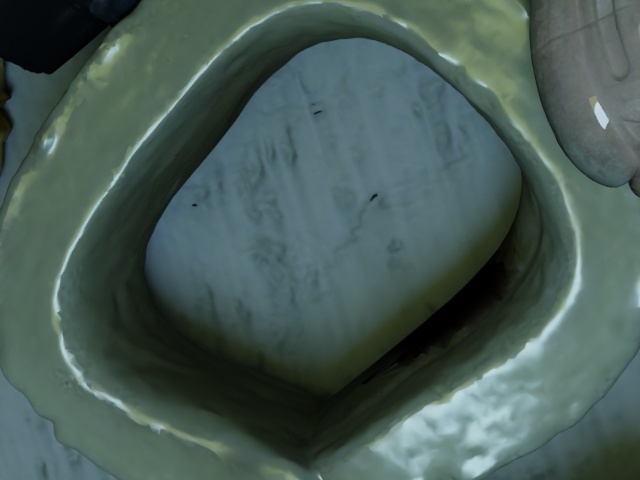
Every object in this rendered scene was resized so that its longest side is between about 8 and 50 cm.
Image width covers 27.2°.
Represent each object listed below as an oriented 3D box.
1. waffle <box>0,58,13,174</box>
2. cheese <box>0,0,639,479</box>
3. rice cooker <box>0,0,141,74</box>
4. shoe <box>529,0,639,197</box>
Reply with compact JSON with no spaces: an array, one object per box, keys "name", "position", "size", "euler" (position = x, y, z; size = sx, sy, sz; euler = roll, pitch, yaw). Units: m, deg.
[{"name":"waffle","position":[-0.343,-0.073,0.640],"size":[0.261,0.376,0.114],"euler":[11,100,10]},{"name":"cheese","position":[0.001,0.002,0.700],"size":[0.332,0.153,0.292],"euler":[-43,89,13]},{"name":"rice cooker","position":[-0.160,-0.228,0.652],"size":[0.267,0.267,0.224],"euler":[37,92,3]},{"name":"shoe","position":[0.280,-0.098,0.558],"size":[0.351,0.198,0.172],"euler":[-10,84,-21]}]
